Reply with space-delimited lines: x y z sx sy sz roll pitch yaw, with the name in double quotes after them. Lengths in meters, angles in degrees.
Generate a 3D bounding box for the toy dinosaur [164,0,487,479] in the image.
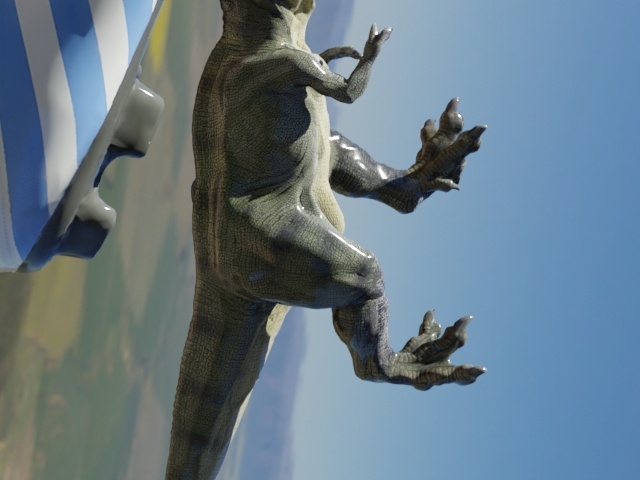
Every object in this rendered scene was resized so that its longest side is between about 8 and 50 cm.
0.000 0.000 0.509 0.064 0.118 0.268 26 -71 59 "toy dinosaur"

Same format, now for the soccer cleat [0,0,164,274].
-0.094 -0.145 0.515 0.331 0.143 0.116 -66 -156 9 "soccer cleat"
